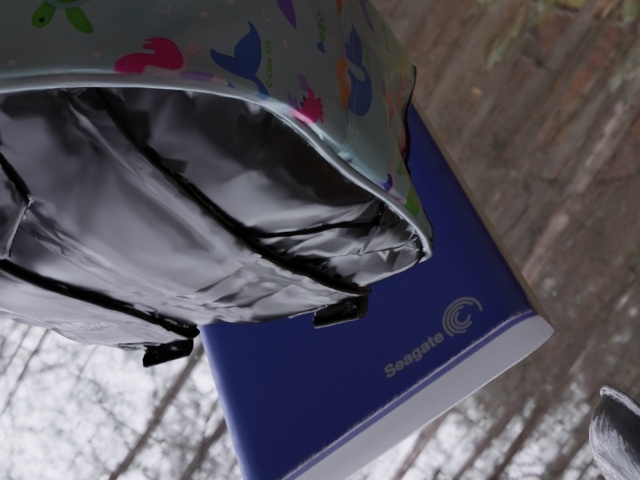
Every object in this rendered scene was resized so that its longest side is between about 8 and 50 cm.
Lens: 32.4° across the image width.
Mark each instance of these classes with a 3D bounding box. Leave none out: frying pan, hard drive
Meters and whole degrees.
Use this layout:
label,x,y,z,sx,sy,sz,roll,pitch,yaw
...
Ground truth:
label,x,y,z,sx,sy,sz,roll,pitch,yaw
frying pan,0.273,0.217,0.797,0.197,0.053,0.326,50,176,40
hard drive,0.000,0.000,0.756,0.040,0.210,0.319,38,-160,-43

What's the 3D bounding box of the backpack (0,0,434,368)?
label,x,y,z,sx,sy,sz,roll,pitch,yaw
backpack,-0.088,-0.059,0.421,0.253,0.225,0.191,20,-120,-65
